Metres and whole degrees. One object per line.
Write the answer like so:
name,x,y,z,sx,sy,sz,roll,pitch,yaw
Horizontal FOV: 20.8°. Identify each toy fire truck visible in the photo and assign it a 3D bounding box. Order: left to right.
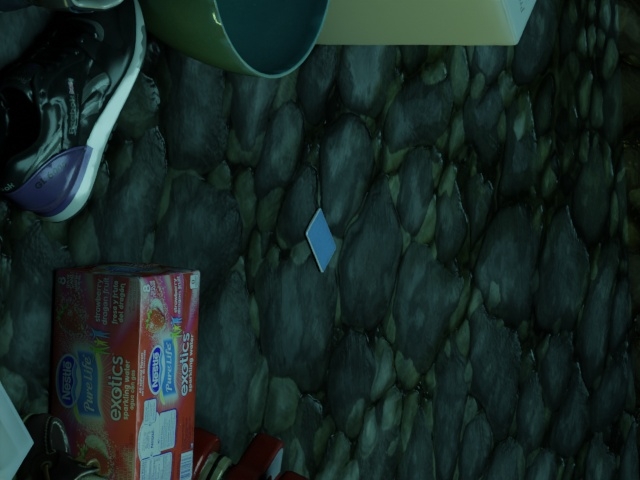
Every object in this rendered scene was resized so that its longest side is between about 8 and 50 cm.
toy fire truck,-0.136,0.399,2.196,0.254,0.169,0.302,101,16,-48

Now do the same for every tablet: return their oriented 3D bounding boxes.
tablet,0.000,0.000,2.517,0.054,0.006,0.083,-62,144,-37

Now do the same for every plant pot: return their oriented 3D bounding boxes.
plant pot,-0.135,-0.334,1.995,0.290,0.195,0.290,-17,109,-61

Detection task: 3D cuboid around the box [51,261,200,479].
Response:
box,-0.223,0.156,1.989,0.128,0.122,0.257,-7,101,-62

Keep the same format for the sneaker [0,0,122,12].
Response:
sneaker,-0.247,-0.317,1.822,0.226,0.163,0.086,-65,145,-35

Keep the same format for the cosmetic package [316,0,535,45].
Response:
cosmetic package,0.137,-0.510,2.345,0.393,0.327,0.329,-64,146,-36

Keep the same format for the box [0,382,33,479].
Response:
box,-0.416,0.185,1.628,0.231,0.127,0.262,-62,146,-40

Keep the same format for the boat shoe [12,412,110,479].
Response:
boat shoe,-0.261,0.285,1.797,0.342,0.123,0.123,-104,177,-64

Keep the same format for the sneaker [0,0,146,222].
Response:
sneaker,-0.275,-0.170,1.861,0.124,0.107,0.283,34,64,-53
